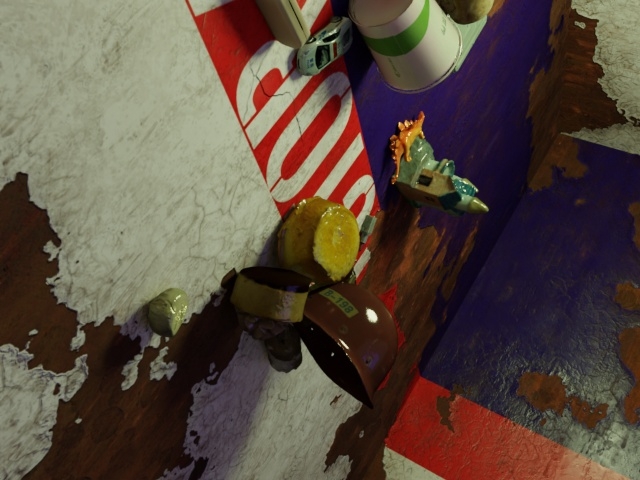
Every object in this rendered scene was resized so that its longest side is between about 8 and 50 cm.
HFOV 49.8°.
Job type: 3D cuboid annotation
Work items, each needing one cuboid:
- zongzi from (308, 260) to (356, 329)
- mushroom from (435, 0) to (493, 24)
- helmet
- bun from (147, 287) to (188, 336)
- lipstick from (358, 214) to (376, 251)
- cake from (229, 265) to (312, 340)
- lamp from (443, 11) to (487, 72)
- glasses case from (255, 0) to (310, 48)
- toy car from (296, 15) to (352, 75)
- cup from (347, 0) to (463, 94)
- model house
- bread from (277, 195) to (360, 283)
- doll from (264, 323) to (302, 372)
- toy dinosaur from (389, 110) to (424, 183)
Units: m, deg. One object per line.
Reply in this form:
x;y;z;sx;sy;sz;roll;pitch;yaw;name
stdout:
0.013;0.132;2.114;0.241;0.111;0.247;53;55;-46;zongzi
0.421;-0.770;2.061;0.255;0.184;0.255;-8;90;-76;mushroom
0.096;0.256;1.921;0.230;0.385;0.337;-37;134;-18;helmet
-0.339;0.157;1.517;0.115;0.069;0.115;21;90;-84;bun
0.149;-0.020;2.308;0.030;0.030;0.129;9;103;-63;lipstick
-0.128;0.171;1.756;0.185;0.208;0.178;-135;-129;-74;cake
0.481;-0.745;2.340;0.266;0.047;0.269;-59;152;-13;lamp
-0.085;-0.489;1.472;0.050;0.083;0.196;-62;154;-14;glasses case
0.014;-0.474;1.693;0.205;0.056;0.095;-47;148;-35;toy car
0.216;-0.559;1.806;0.274;0.253;0.253;36;78;-56;cup
0.454;-0.193;2.408;0.194;0.325;0.267;-62;153;-7;model house
0.000;0.000;1.908;0.268;0.146;0.268;-15;109;-51;bread
-0.110;0.298;1.993;0.221;0.105;0.115;76;30;-52;doll
0.274;-0.325;2.267;0.288;0.070;0.117;-60;142;-21;toy dinosaur
